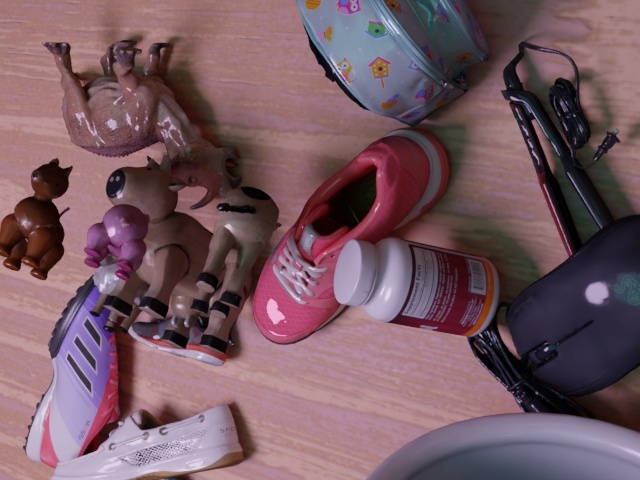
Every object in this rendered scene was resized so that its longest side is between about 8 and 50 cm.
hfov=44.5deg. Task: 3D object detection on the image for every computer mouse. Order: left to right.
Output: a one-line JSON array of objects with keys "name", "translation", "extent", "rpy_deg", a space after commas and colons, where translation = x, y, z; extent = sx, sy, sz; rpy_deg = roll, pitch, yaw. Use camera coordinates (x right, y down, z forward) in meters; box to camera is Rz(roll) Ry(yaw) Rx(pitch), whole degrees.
[{"name": "computer mouse", "translation": [0.246, 0.088, 0.727], "extent": [0.188, 0.072, 0.272], "rpy_deg": [50, 134, 17]}]

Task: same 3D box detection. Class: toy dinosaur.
[{"name": "toy dinosaur", "translation": [-0.254, -0.148, 0.992], "extent": [0.296, 0.127, 0.200], "rpy_deg": [13, 111, 33]}]

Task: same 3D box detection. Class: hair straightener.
[{"name": "hair straightener", "translation": [0.247, -0.094, 0.761], "extent": [0.089, 0.047, 0.230], "rpy_deg": [-24, 82, 30]}]

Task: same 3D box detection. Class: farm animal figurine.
[{"name": "farm animal figurine", "translation": [-0.161, 0.001, 0.867], "extent": [0.331, 0.326, 0.172], "rpy_deg": [9, 65, 24]}]

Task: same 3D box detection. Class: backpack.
[{"name": "backpack", "translation": [0.069, -0.203, 0.755], "extent": [0.144, 0.188, 0.165], "rpy_deg": [-34, 80, 30]}]

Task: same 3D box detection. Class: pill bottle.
[{"name": "pill bottle", "translation": [0.095, 0.044, 0.785], "extent": [0.086, 0.152, 0.086], "rpy_deg": [-168, 90, -70]}]

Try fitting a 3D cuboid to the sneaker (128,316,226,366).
[{"name": "sneaker", "translation": [-0.182, 0.121, 1.038], "extent": [0.158, 0.061, 0.064], "rpy_deg": [10, 76, 27]}]

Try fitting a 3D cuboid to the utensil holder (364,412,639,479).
[{"name": "utensil holder", "translation": [0.193, 0.399, 0.658], "extent": [0.328, 0.327, 0.385], "rpy_deg": [7, 119, 29]}]

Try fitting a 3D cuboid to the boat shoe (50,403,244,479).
[{"name": "boat shoe", "translation": [-0.237, 0.277, 1.057], "extent": [0.277, 0.098, 0.096], "rpy_deg": [-14, 74, 12]}]

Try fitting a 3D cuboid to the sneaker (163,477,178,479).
[{"name": "sneaker", "translation": [-0.222, 0.403, 1.102], "extent": [0.076, 0.065, 0.166], "rpy_deg": [30, 116, 5]}]

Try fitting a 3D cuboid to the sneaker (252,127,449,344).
[{"name": "sneaker", "translation": [0.000, -0.001, 0.857], "extent": [0.116, 0.136, 0.314], "rpy_deg": [47, 117, 17]}]

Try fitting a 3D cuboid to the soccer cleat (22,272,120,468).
[{"name": "soccer cleat", "translation": [-0.323, 0.193, 1.105], "extent": [0.117, 0.108, 0.318], "rpy_deg": [23, 109, 5]}]
